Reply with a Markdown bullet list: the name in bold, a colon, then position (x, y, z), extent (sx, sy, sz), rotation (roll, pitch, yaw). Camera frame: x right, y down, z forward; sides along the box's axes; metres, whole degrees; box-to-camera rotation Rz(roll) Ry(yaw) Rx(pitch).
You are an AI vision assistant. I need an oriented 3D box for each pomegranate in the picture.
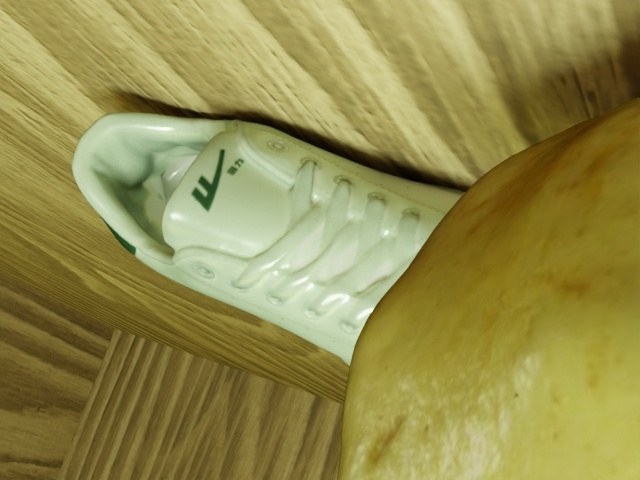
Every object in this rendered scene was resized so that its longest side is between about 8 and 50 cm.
- **pomegranate**: position (0.167, 0.102, 0.441), extent (0.332, 0.332, 0.332), rotation (19, 170, 4)

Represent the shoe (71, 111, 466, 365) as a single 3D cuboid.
- **shoe**: position (0.000, 0.000, 0.736), extent (0.363, 0.131, 0.160), rotation (19, 170, 40)
